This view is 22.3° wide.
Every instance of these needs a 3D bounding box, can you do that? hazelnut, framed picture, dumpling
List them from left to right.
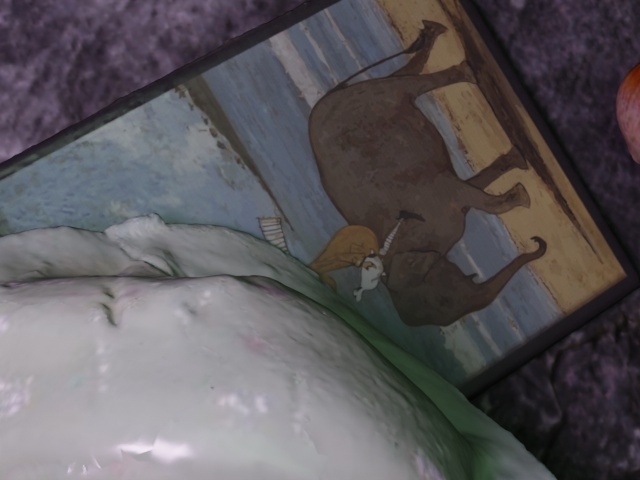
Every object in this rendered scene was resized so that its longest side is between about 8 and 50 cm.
[{"bbox_3d":[-0.062,0.110,0.822,0.321,0.270,0.212,37,92,-32],"label":"dumpling"},{"bbox_3d":[0.000,0.000,0.968,0.347,0.016,0.265,-30,89,-21],"label":"framed picture"},{"bbox_3d":[0.229,-0.080,1.032,0.086,0.086,0.086,4,77,-17],"label":"hazelnut"}]
